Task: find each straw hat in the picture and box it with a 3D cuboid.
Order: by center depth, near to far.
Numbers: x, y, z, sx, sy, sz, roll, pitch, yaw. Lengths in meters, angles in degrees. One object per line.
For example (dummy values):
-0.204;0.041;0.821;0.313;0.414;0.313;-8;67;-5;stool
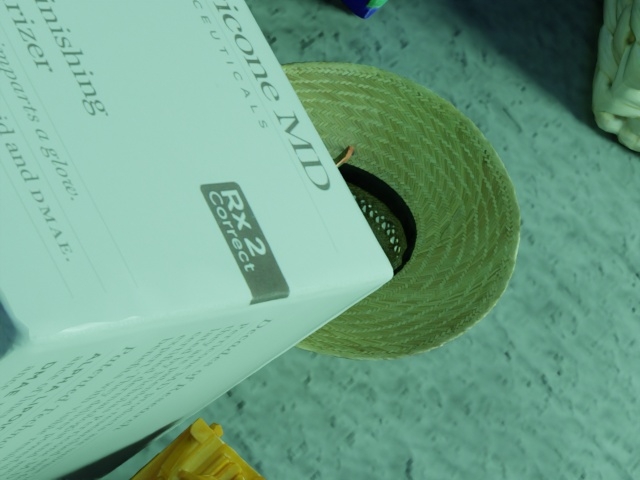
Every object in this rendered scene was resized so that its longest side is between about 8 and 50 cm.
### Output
0.000;0.000;0.703;0.144;0.061;0.144;6;56;-9;straw hat

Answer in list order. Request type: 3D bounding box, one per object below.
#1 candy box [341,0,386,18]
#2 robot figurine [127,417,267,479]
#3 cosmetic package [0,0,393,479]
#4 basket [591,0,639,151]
0.101;-0.240;0.678;0.317;0.268;0.122;-45;93;-1;candy box
0.006;0.210;0.577;0.291;0.085;0.211;49;52;2;robot figurine
-0.108;-0.008;0.550;0.183;0.151;0.151;-9;68;-58;cosmetic package
0.340;-0.160;0.860;0.328;0.266;0.331;26;54;-16;basket
